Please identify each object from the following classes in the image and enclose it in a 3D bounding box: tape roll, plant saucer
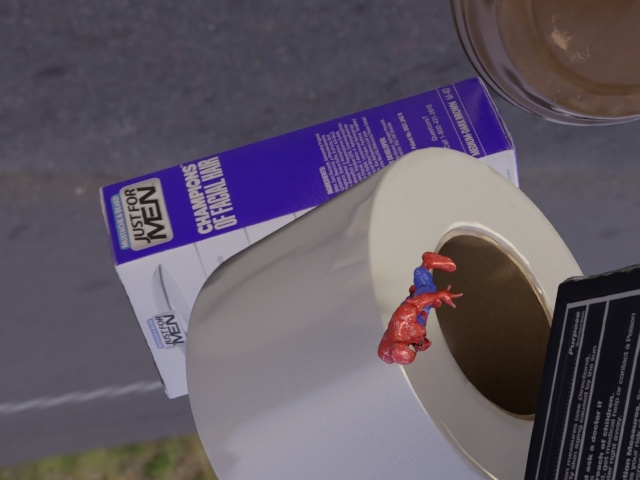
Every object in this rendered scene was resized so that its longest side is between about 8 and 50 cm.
[{"bbox_3d":[0.056,0.083,1.018,0.169,0.246,0.246,-29,165,35],"label":"tape roll"},{"bbox_3d":[0.227,-0.199,1.113,0.278,0.041,0.277,-9,124,-14],"label":"plant saucer"}]

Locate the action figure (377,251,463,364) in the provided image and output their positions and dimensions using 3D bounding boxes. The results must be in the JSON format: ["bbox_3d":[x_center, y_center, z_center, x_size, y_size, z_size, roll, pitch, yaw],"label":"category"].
[{"bbox_3d":[0.051,0.039,0.811,0.038,0.030,0.115,-64,174,23],"label":"action figure"}]

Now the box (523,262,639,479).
[{"bbox_3d":[0.221,0.160,0.731,0.183,0.296,0.294,14,170,-13],"label":"box"}]

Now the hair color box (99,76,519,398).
[{"bbox_3d":[0.000,0.000,1.344,0.339,0.110,0.185,-17,137,-3],"label":"hair color box"}]
